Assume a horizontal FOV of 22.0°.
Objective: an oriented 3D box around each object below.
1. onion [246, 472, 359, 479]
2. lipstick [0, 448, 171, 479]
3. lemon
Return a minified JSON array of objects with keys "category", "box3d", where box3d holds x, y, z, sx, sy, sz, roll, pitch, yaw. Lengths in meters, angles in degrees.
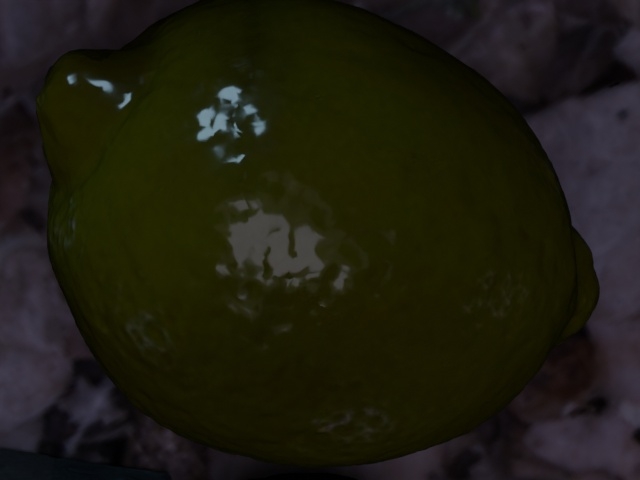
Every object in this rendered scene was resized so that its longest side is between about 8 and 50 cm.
[{"category":"onion","box3d":[-0.006,0.162,0.724,0.131,0.131,0.131,-2,106,-6]},{"category":"lipstick","box3d":[-0.225,0.119,0.715,0.317,0.066,0.068,9,104,-9]},{"category":"lemon","box3d":[0.000,0.000,0.647,0.248,0.184,0.184,21,102,-20]}]
